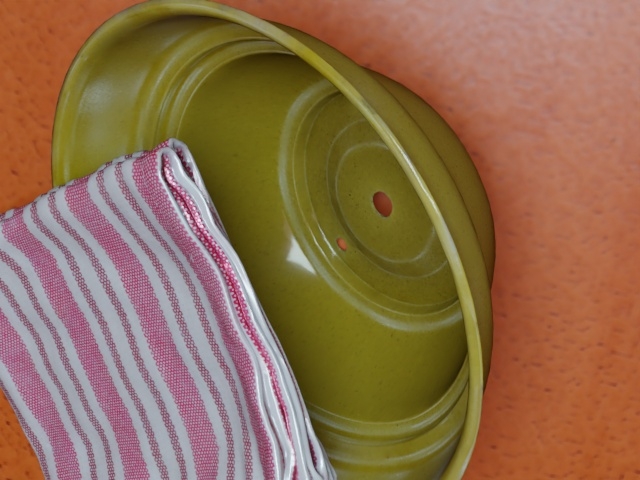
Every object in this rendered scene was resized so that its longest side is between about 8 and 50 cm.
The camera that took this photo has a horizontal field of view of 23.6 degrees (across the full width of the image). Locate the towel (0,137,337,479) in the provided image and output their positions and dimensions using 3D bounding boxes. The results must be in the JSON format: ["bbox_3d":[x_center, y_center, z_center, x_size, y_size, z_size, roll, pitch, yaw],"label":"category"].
[{"bbox_3d":[-0.085,0.048,0.615,0.197,0.029,0.144,-17,99,49],"label":"towel"}]

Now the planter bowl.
[{"bbox_3d":[0.000,0.000,0.591,0.217,0.090,0.217,24,127,35],"label":"planter bowl"}]
